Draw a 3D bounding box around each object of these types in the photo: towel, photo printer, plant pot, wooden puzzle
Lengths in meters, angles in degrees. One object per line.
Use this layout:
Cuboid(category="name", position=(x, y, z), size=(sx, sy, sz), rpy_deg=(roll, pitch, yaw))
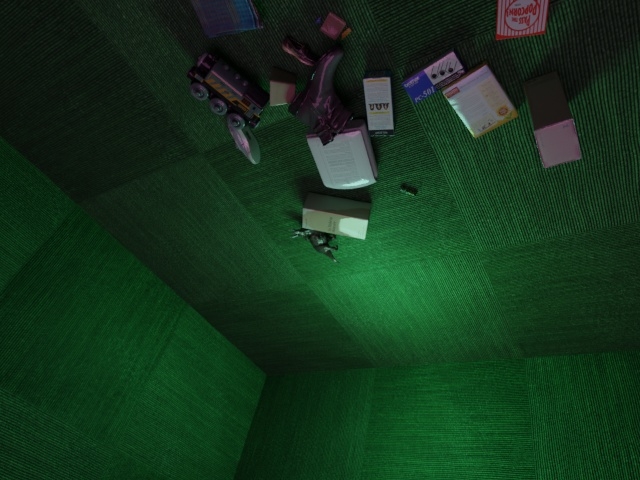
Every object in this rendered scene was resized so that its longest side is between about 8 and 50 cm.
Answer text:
Cuboid(category="towel", position=(-0.367, -0.866, 1.477), size=(0.272, 0.040, 0.370), rpy_deg=(9, 141, 33))
Cuboid(category="photo printer", position=(0.102, -0.349, 1.882), size=(0.256, 0.107, 0.307), rpy_deg=(-4, 135, 22))
Cuboid(category="plant pot", position=(-0.142, -0.588, 1.713), size=(0.097, 0.108, 0.109), rpy_deg=(4, 138, -3))
Cuboid(category="wooden puzzle", position=(0.045, -0.744, 1.548), size=(0.116, 0.014, 0.079), rpy_deg=(34, 131, -19))

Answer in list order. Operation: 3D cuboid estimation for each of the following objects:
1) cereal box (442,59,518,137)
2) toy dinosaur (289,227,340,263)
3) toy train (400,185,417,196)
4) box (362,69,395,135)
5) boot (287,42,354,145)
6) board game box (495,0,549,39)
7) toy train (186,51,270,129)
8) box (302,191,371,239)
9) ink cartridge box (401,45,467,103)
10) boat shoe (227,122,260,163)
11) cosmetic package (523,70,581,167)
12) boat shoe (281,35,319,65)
Cuboid(category="cereal box", position=(0.576, -0.503, 1.609), size=(0.173, 0.047, 0.240), rpy_deg=(-25, 124, 36))
Cuboid(category="toy dinosaur", position=(0.000, 0.000, 2.310), size=(0.160, 0.120, 0.313), rpy_deg=(-11, 137, 43))
Cuboid(category="toy train", position=(0.393, -0.218, 1.992), size=(0.083, 0.023, 0.017), rpy_deg=(22, 138, -5))
Cuboid(category="box", position=(0.227, -0.517, 1.696), size=(0.101, 0.060, 0.244), rpy_deg=(2, 136, 16))
Cuboid(category="boot", position=(0.046, -0.531, 1.649), size=(0.223, 0.118, 0.338), rpy_deg=(41, 135, 0))
Cuboid(category="board game box", position=(0.615, -0.725, 1.360), size=(0.147, 0.045, 0.193), rpy_deg=(-1, 136, 18))
Cuboid(category="toy train", position=(-0.355, -0.584, 1.745), size=(0.334, 0.142, 0.190), rpy_deg=(37, 137, -19))
Cuboid(category="box", position=(0.076, -0.118, 2.128), size=(0.312, 0.121, 0.147), rpy_deg=(10, 139, 7))
Cuboid(category="ink cartridge box", position=(0.402, -0.582, 1.581), size=(0.207, 0.046, 0.097), rpy_deg=(-23, 124, 36))
Cuboid(category="boat shoe", position=(-0.338, -0.438, 1.960), size=(0.081, 0.079, 0.227), rpy_deg=(1, 132, 30))
Cuboid(category="cosmetic package", position=(0.756, -0.402, 1.464), size=(0.113, 0.309, 0.160), rpy_deg=(-14, 130, 29))
Cuboid(category="boat shoe", position=(-0.067, -0.685, 1.614), size=(0.152, 0.056, 0.049), rpy_deg=(24, 143, -9))
